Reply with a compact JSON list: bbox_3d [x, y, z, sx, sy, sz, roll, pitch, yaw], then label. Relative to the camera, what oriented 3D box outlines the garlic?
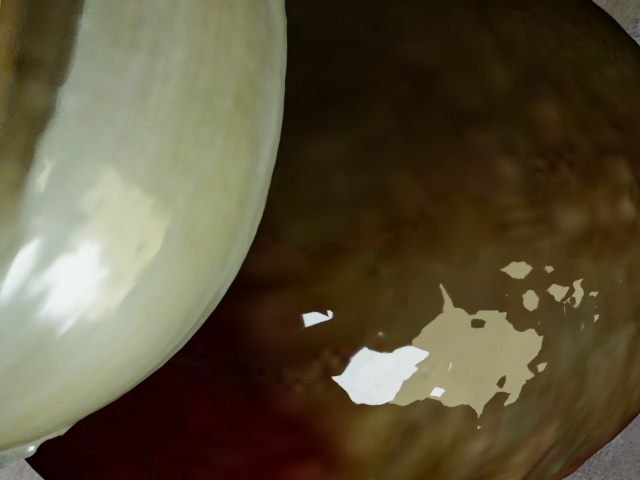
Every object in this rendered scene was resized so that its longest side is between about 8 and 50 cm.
[{"bbox_3d":[-0.153,-0.050,0.513,0.313,0.286,0.249,-50,-148,7],"label":"garlic"}]

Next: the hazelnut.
[{"bbox_3d":[0.000,0.000,0.841,0.421,0.352,0.421,-29,-167,7],"label":"hazelnut"}]
